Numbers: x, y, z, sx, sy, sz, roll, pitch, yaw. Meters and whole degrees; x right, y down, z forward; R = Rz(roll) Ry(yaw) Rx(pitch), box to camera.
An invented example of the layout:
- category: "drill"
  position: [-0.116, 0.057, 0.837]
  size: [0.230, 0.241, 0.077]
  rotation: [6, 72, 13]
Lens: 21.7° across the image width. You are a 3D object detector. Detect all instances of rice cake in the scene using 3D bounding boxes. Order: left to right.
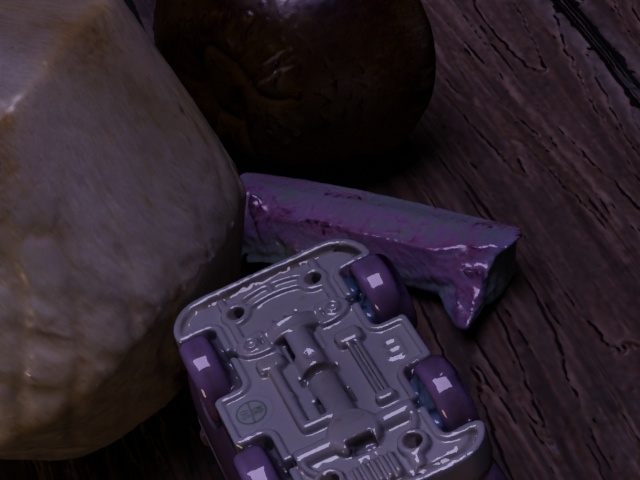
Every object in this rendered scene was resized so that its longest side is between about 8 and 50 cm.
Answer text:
- category: "rice cake"
  position: [0.000, -0.002, 1.136]
  size: [0.290, 0.051, 0.081]
  rotation: [13, 51, 32]

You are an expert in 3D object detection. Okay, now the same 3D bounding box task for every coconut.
- category: "coconut"
  position: [-0.205, -0.033, 1.038]
  size: [0.329, 0.329, 0.329]
  rotation: [-11, 42, 10]

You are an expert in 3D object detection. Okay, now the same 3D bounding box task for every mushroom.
- category: "mushroom"
  position: [-0.034, -0.141, 1.193]
  size: [0.231, 0.194, 0.138]
  rotation: [7, 47, 42]

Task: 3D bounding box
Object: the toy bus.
- category: "toy bus"
  position: [0.010, 0.111, 0.943]
  size: [0.142, 0.142, 0.202]
  rotation: [-26, 42, -6]
